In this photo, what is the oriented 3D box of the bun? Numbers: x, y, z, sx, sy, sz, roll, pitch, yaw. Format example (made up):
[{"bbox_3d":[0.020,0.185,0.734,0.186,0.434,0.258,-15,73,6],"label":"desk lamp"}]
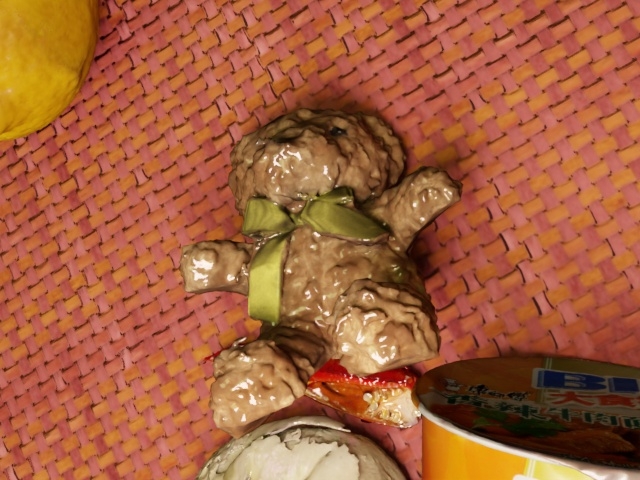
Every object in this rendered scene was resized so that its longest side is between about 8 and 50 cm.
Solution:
[{"bbox_3d":[-0.026,0.263,1.025,0.239,0.141,0.239,-3,83,25],"label":"bun"}]

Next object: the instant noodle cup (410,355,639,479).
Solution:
[{"bbox_3d":[0.197,0.222,0.878,0.296,0.296,0.214,8,99,23],"label":"instant noodle cup"}]

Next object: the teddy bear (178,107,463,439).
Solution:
[{"bbox_3d":[-0.003,0.000,0.970,0.246,0.296,0.222,-22,92,14],"label":"teddy bear"}]

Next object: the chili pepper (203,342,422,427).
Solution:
[{"bbox_3d":[0.019,0.125,1.072,0.268,0.059,0.050,11,46,25],"label":"chili pepper"}]

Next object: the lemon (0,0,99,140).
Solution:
[{"bbox_3d":[-0.322,-0.220,1.136,0.233,0.233,0.288,-20,65,20],"label":"lemon"}]
